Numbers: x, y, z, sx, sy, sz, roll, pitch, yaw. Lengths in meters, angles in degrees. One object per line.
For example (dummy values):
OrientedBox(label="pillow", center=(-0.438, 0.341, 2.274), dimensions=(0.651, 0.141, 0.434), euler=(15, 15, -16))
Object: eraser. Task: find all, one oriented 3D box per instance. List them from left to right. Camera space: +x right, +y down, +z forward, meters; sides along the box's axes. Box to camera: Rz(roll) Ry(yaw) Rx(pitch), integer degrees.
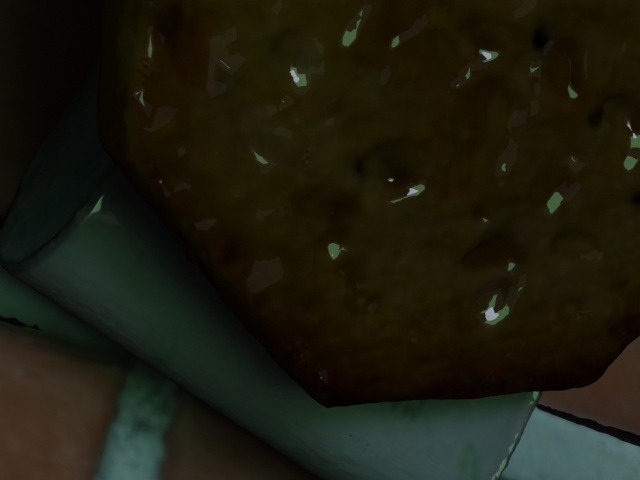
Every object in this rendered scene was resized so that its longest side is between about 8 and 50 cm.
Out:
OrientedBox(label="eraser", center=(0.000, 0.000, 0.782), dimensions=(0.227, 0.081, 0.174), euler=(37, 70, -29))

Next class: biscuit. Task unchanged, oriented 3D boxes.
OrientedBox(label="biscuit", center=(0.073, -0.101, 0.710), dimensions=(0.359, 0.046, 0.359), euler=(-10, 111, -28))
